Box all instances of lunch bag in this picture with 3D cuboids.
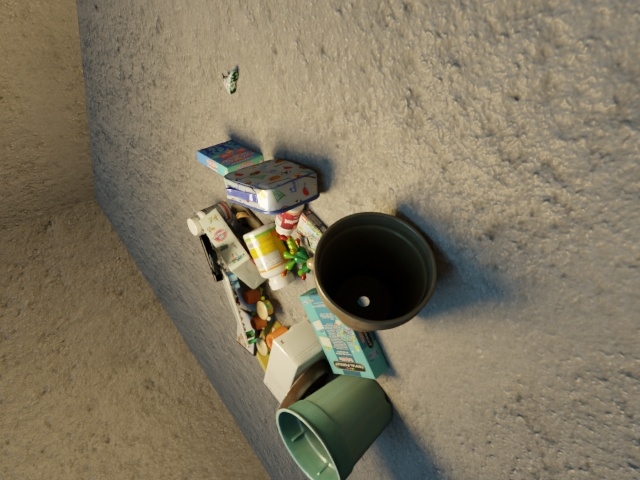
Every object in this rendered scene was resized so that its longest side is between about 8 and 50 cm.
[{"bbox_3d":[-0.170,-0.176,1.482,0.303,0.243,0.115,19,127,44],"label":"lunch bag"}]

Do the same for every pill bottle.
[{"bbox_3d":[-0.194,0.064,1.776,0.136,0.136,0.246,-13,103,55],"label":"pill bottle"},{"bbox_3d":[-0.114,-0.088,1.611,0.086,0.086,0.152,47,144,20],"label":"pill bottle"},{"bbox_3d":[-0.497,-0.094,2.023,0.107,0.180,0.108,31,135,37],"label":"pill bottle"}]

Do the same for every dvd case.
[{"bbox_3d":[-0.373,0.462,2.295,0.253,0.022,0.181,11,96,59],"label":"dvd case"}]

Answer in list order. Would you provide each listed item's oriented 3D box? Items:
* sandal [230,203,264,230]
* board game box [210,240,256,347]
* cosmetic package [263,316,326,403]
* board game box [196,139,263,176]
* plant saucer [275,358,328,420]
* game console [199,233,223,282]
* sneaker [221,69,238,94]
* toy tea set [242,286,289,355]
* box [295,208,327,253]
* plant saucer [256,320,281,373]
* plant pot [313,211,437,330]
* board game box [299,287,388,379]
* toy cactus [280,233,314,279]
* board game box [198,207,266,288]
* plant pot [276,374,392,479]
[{"bbox_3d":[-0.316,-0.083,1.901,0.219,0.060,0.090,43,142,25],"label":"sandal"},{"bbox_3d":[-0.403,0.230,2.071,0.390,0.050,0.391,-133,28,-56],"label":"board game box"},{"bbox_3d":[-0.097,0.507,1.893,0.156,0.217,0.385,44,144,22],"label":"cosmetic package"},{"bbox_3d":[-0.339,-0.307,1.686,0.210,0.160,0.047,31,135,36],"label":"board game box"},{"bbox_3d":[-0.060,0.626,1.844,0.050,0.310,0.311,36,139,23],"label":"plant saucer"},{"bbox_3d":[-0.453,0.072,1.871,0.361,0.043,0.214,175,76,-74],"label":"game console"},{"bbox_3d":[-0.326,-0.573,1.590,0.069,0.038,0.098,50,144,16],"label":"sneaker"},{"bbox_3d":[-0.233,0.358,2.063,0.199,0.124,0.337,-18,89,51],"label":"toy tea set"},{"bbox_3d":[0.000,0.000,1.566,0.207,0.036,0.114,46,143,22],"label":"box"},{"bbox_3d":[-0.229,0.576,2.233,0.332,0.080,0.333,-27,90,56],"label":"plant saucer"},{"bbox_3d":[0.139,0.127,1.278,0.323,0.323,0.280,46,160,22],"label":"plant pot"},{"bbox_3d":[0.080,0.331,1.656,0.253,0.079,0.337,-15,101,55],"label":"board game box"},{"bbox_3d":[-0.065,0.075,1.642,0.180,0.112,0.219,16,135,25],"label":"toy cactus"},{"bbox_3d":[-0.363,0.037,1.903,0.303,0.097,0.224,49,174,29],"label":"board game box"},{"bbox_3d":[0.070,0.679,1.684,0.341,0.334,0.342,32,137,36],"label":"plant pot"}]
